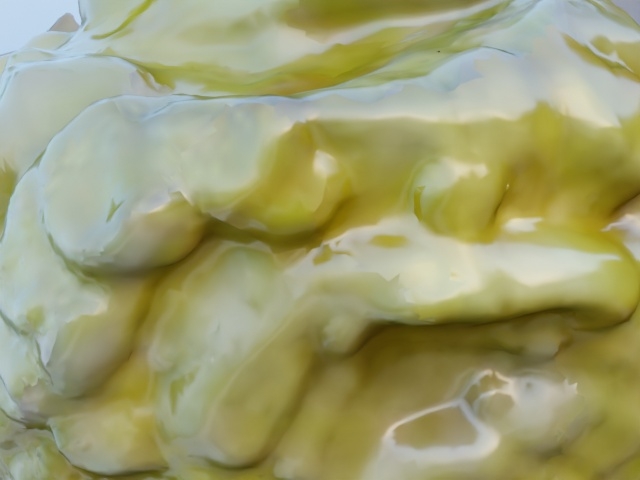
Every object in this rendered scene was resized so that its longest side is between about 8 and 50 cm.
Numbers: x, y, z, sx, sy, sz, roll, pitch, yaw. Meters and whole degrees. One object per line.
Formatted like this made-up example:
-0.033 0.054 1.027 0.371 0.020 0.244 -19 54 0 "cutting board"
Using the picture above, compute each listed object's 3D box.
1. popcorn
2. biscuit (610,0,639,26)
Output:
0.000 0.000 0.400 0.180 0.170 0.180 -14 -2 0 "popcorn"
0.168 -0.145 0.615 0.049 0.205 0.324 2 -48 -47 "biscuit"
